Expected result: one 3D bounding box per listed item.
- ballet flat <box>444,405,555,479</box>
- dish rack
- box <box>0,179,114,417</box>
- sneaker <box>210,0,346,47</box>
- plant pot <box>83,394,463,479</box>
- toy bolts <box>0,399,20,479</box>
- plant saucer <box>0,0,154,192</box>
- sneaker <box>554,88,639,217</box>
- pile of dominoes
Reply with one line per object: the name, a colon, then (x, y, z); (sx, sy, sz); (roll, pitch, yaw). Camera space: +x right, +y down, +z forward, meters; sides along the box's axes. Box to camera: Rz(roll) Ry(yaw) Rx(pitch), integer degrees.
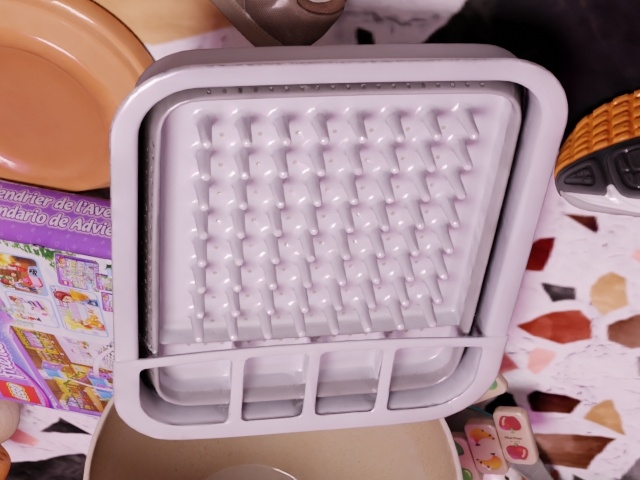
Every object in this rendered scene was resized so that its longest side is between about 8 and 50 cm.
ballet flat: (0.178, 0.230, 1.114); (0.072, 0.068, 0.213); (-21, 127, 36)
dish rack: (0.000, 0.000, 0.836); (0.285, 0.072, 0.333); (-2, 133, -11)
box: (-0.201, 0.063, 1.030); (0.201, 0.057, 0.293); (10, 147, 6)
sneaker: (-0.061, -0.189, 0.739); (0.071, 0.066, 0.188); (-39, 123, 25)
plant pot: (-0.047, 0.223, 0.988); (0.284, 0.284, 0.191); (17, 152, -2)
toy bolts: (-0.429, 0.166, 1.226); (0.228, 0.158, 0.218); (37, 176, -37)
plant saucer: (-0.210, -0.102, 0.890); (0.200, 0.037, 0.200); (9, 139, 8)
sneaker: (0.282, -0.031, 0.772); (0.262, 0.099, 0.121); (-3, 140, 22)
pile of dominoes: (0.055, 0.161, 1.060); (0.251, 0.040, 0.196); (-30, 107, 40)
